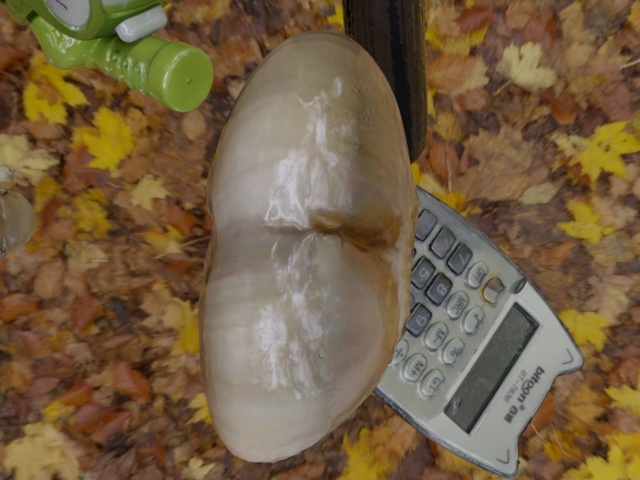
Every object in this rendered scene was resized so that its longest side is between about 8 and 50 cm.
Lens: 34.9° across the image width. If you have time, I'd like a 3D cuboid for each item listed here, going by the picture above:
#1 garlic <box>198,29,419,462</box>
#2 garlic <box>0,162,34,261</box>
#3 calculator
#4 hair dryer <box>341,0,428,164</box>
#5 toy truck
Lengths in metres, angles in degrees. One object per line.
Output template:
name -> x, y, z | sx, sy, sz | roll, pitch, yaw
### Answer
garlic -> -0.010, 0.000, 0.427 | 0.099, 0.124, 0.174 | 3, 95, 7
garlic -> -0.314, -0.012, 0.916 | 0.113, 0.074, 0.094 | 0, 61, -24
calculator -> 0.104, 0.071, 0.875 | 0.268, 0.040, 0.177 | 45, 67, -16
hair dryer -> 0.056, -0.155, 0.660 | 0.189, 0.352, 0.107 | -25, 54, -11
toy truck -> -0.183, -0.210, 0.847 | 0.187, 0.148, 0.210 | 8, 123, 43
